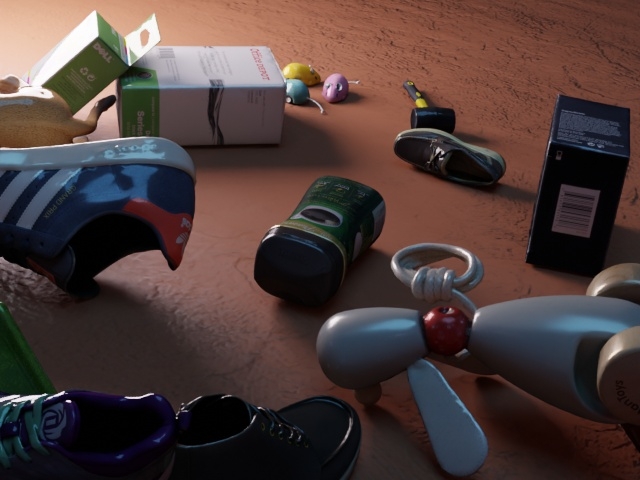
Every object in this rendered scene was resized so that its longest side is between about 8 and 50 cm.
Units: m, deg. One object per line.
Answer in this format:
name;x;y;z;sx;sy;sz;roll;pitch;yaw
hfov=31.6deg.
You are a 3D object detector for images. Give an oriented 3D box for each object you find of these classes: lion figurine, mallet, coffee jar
lion figurine;-0.406;-0.130;1.293;0.392;0.142;0.240;-14;11;-19
mallet;0.159;-0.202;1.676;0.062;0.039;0.190;4;25;-3
coffee jar;0.000;0.000;1.234;0.096;0.079;0.184;18;30;15

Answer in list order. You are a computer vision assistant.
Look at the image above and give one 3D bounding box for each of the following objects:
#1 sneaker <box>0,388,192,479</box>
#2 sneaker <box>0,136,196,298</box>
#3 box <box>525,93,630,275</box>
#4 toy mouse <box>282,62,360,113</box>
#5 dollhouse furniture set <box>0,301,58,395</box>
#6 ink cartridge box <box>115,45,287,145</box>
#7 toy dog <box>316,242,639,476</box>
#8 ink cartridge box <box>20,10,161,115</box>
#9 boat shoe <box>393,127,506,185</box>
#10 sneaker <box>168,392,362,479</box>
sneaker;-0.193;0.114;0.688;0.223;0.098;0.083;1;61;-21
sneaker;-0.301;-0.009;1.172;0.349;0.131;0.148;-8;67;7
box;0.302;-0.067;1.327;0.093;0.156;0.158;11;29;9
toy mouse;-0.012;-0.232;1.700;0.160;0.031;0.143;-1;29;-11
dollhouse furniture set;-0.326;0.192;0.777;0.301;0.197;0.151;-25;79;-27
ink cartridge box;-0.167;-0.200;1.552;0.219;0.093;0.160;-1;30;-12
toy dog;0.180;0.124;1.015;0.333;0.161;0.220;6;28;33
ink cartridge box;-0.312;-0.236;1.500;0.209;0.062;0.109;-38;30;10
boat shoe;0.166;-0.108;1.482;0.152;0.056;0.049;14;25;14
sneaker;-0.036;0.158;0.901;0.083;0.118;0.222;23;34;29
